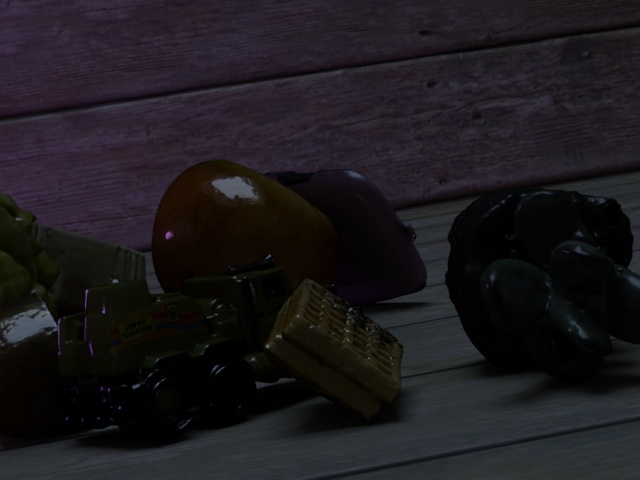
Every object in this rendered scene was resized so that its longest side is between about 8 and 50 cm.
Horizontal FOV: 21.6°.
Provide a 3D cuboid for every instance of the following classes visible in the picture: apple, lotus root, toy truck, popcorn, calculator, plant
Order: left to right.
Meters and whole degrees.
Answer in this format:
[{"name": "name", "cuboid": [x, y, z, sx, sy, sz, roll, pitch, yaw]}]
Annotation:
[{"name": "popcorn", "cuboid": [-0.357, 0.042, 1.584, 0.212, 0.259, 0.259, -52, 7, -2]}, {"name": "lotus root", "cuboid": [-0.244, 0.104, 1.392, 0.081, 0.112, 0.122, -16, 7, -15]}, {"name": "toy truck", "cuboid": [-0.086, 0.079, 1.354, 0.257, 0.127, 0.127, -7, 1, -42]}, {"name": "apple", "cuboid": [-0.089, 0.012, 1.829, 0.210, 0.173, 0.235, 31, -2, 4]}, {"name": "calculator", "cuboid": [-0.001, 0.001, 1.955, 0.294, 0.194, 0.043, -5, 34, 47]}, {"name": "plant", "cuboid": [0.183, 0.029, 1.305, 0.146, 0.149, 0.274, -9, 7, -2]}]

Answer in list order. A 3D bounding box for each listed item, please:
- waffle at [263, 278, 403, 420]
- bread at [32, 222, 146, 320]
[{"name": "waffle", "cuboid": [0.013, 0.081, 1.265, 0.102, 0.042, 0.148, 33, 10, -2]}, {"name": "bread", "cuboid": [-0.348, 0.050, 2.195, 0.210, 0.110, 0.192, 17, -11, -35]}]
